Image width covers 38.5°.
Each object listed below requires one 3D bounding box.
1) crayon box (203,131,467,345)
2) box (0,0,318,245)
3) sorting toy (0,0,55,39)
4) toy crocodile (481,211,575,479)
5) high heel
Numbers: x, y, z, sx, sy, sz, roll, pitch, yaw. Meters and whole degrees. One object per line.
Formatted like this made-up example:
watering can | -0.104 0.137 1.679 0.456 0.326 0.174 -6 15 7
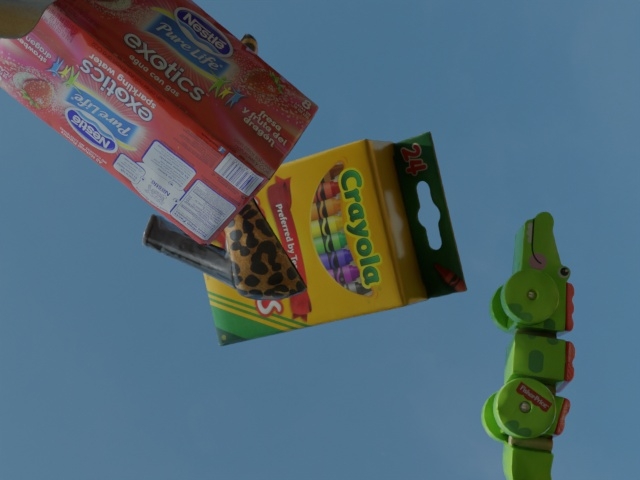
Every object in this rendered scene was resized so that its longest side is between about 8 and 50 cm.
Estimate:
crayon box | 0.000 0.000 1.115 0.081 0.319 0.202 -5 -99 -62
box | -0.149 -0.135 0.826 0.257 0.128 0.122 39 -135 -8
sorting toy | -0.143 -0.180 0.494 0.307 0.229 0.041 -9 -102 -54
toy crocodile | 0.252 0.134 1.067 0.105 0.115 0.340 6 -108 2
high heel | -0.062 -0.073 0.983 0.186 0.093 0.261 24 -81 7
